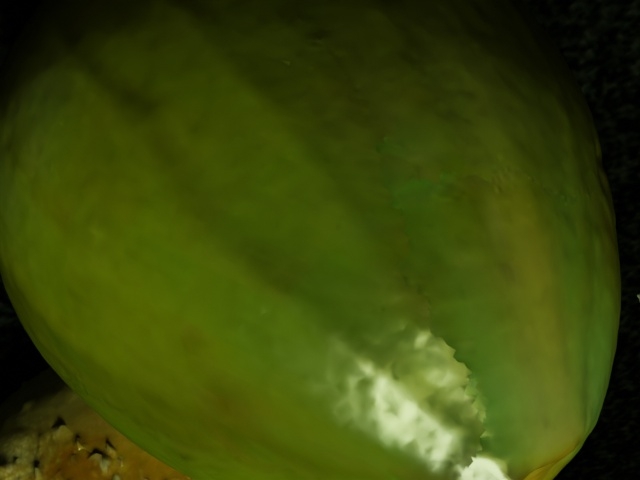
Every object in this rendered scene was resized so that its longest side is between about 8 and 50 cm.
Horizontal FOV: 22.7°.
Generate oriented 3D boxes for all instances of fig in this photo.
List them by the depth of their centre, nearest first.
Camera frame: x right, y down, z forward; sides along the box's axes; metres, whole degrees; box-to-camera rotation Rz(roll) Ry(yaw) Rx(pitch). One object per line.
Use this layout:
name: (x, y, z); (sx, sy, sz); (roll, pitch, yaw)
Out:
fig: (0.000, 0.000, 0.610); (0.239, 0.271, 0.239); (-19, 139, -17)

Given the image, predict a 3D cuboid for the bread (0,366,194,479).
bread: (-0.055, 0.173, 0.868); (0.305, 0.159, 0.305); (-9, 137, -8)

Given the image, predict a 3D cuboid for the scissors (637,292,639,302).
scissors: (0.245, 0.070, 0.959); (0.100, 0.015, 0.189); (-36, 134, 25)
